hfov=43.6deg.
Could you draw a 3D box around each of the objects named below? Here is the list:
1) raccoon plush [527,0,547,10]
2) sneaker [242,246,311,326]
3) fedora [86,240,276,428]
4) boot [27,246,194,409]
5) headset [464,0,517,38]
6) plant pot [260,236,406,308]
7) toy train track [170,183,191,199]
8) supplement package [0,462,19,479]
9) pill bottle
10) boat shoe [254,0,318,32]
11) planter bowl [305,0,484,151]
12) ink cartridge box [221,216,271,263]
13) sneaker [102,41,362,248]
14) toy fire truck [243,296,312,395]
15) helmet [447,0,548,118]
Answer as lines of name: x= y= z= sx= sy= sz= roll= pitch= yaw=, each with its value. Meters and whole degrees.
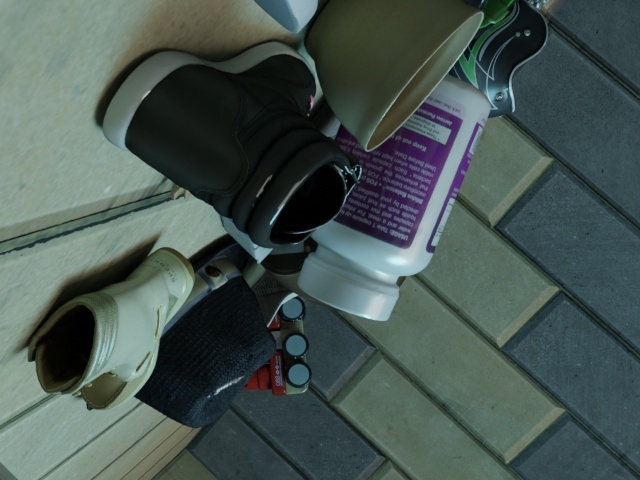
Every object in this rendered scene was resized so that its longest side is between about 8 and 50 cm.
raccoon plush: x=0.433 y=-0.480 z=1.142 sx=0.446 sy=0.216 sz=0.299 roll=-49 pitch=166 yaw=15
sneaker: x=-0.109 y=0.080 z=1.391 sx=0.123 sy=0.106 sz=0.290 roll=-24 pitch=-170 yaw=33
fedora: x=-0.161 y=0.152 z=1.100 sx=0.334 sy=0.152 sz=0.334 roll=-47 pitch=174 yaw=-7
boot: x=-0.221 y=0.113 z=0.790 sx=0.213 sy=0.077 sz=0.165 roll=-57 pitch=171 yaw=26
headset: x=0.256 y=-0.340 z=0.759 sx=0.243 sy=0.185 sz=0.394 roll=-44 pitch=170 yaw=-33
plant pot: x=0.000 y=0.000 z=1.182 sx=0.215 sy=0.215 sz=0.230 roll=-50 pitch=158 yaw=14
toy train track: x=-0.111 y=-0.068 z=0.722 sx=0.083 sy=0.014 sz=0.048 roll=-51 pitch=170 yaw=-36
supplement package: x=-0.364 y=0.300 z=0.683 sx=0.244 sy=0.134 sz=0.139 roll=-44 pitch=173 yaw=-33
pill bottle: x=0.081 y=-0.062 z=0.992 sx=0.169 sy=0.169 sz=0.302 roll=-10 pitch=122 yaw=-80
boat shoe: x=-0.023 y=-0.178 z=0.384 sx=0.076 sy=0.080 sz=0.228 roll=-46 pitch=166 yaw=-2
planter bowl: x=0.056 y=-0.179 z=0.738 sx=0.162 sy=0.109 sz=0.162 roll=-47 pitch=175 yaw=-6
ink cartridge box: x=-0.066 y=-0.042 z=0.971 sx=0.104 sy=0.060 sz=0.180 roll=-47 pitch=174 yaw=-12
sneaker: x=-0.032 y=-0.072 z=0.620 sx=0.104 sy=0.147 sz=0.296 roll=-52 pitch=174 yaw=21
toy fire truck: x=-0.148 y=0.235 z=1.756 sx=0.246 sy=0.217 sz=0.158 roll=-6 pitch=170 yaw=-2
helmet: x=0.219 y=-0.256 z=1.098 sx=0.161 sy=0.169 sz=0.169 roll=-53 pitch=173 yaw=9
